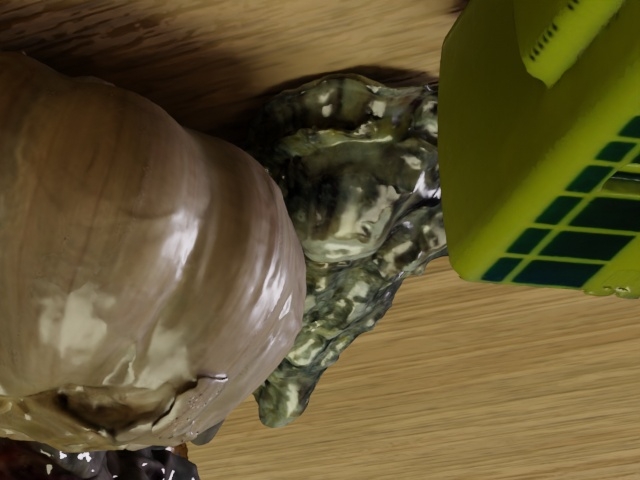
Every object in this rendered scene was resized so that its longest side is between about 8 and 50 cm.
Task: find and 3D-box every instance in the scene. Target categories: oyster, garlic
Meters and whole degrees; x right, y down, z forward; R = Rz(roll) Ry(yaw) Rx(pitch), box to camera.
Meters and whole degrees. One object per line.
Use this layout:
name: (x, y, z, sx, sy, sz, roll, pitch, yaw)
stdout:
oyster: (-0.001, -0.003, 0.960, 0.252, 0.087, 0.199, -30, 146, 31)
garlic: (-0.114, 0.016, 0.849, 0.228, 0.152, 0.228, 17, 162, 5)

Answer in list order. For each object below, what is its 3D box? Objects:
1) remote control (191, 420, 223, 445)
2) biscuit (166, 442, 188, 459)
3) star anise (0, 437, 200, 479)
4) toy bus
remote control: (-0.074, 0.079, 1.112, 0.029, 0.067, 0.261, -32, 174, -11)
biscuit: (-0.178, 0.163, 1.424, 0.175, 0.026, 0.124, -19, 150, 39)
star anise: (-0.127, 0.132, 1.033, 0.129, 0.283, 0.212, -27, 123, 15)
toy bus: (0.137, -0.074, 0.681, 0.150, 0.128, 0.262, 5, 159, -12)
